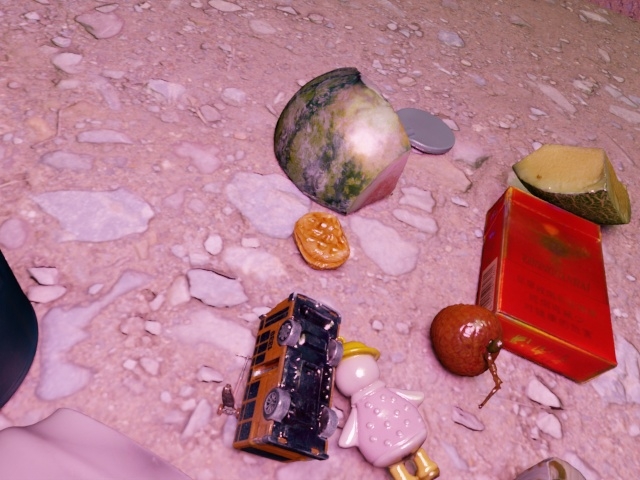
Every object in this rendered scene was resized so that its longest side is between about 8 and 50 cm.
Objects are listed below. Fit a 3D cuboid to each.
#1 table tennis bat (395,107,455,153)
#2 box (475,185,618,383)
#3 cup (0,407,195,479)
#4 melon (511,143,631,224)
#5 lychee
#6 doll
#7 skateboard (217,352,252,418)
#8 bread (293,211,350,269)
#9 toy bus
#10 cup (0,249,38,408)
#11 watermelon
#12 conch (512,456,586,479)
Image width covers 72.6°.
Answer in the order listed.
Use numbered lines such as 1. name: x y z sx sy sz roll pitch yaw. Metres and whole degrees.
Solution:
1. table tennis bat: 0.208 -0.242 0.979 0.244 0.040 0.153 -26 64 -37
2. box: 0.392 0.063 0.774 0.197 0.089 0.313 24 51 2
3. cup: -0.253 0.302 0.300 0.322 0.237 0.327 10 47 24
4. melon: 0.561 -0.097 0.907 0.323 0.124 0.196 17 14 -38
5. lychee: 0.220 0.154 0.636 0.114 0.101 0.140 -47 56 -1
6. doll: 0.070 0.211 0.556 0.129 0.081 0.207 -22 60 -17
7. skateboard: -0.103 0.169 0.546 0.032 0.064 0.083 10 40 5
8. bread: 0.000 0.000 0.718 0.083 0.044 0.111 -9 56 -20
9. toy bus: -0.036 0.166 0.537 0.091 0.103 0.182 31 47 -26
10. cup: -0.435 0.017 0.390 0.242 0.292 0.308 -21 62 -31
11. watermelon: 0.020 -0.206 0.830 0.305 0.224 0.180 55 12 26
12. conch: 0.260 0.353 0.483 0.200 0.131 0.172 49 22 -15
